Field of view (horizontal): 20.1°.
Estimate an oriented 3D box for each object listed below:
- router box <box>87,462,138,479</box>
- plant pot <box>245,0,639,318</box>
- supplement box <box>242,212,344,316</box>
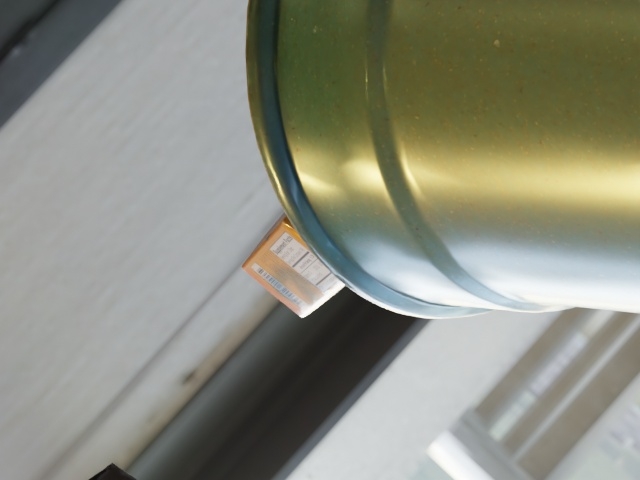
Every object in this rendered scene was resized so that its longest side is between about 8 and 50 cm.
[{"bbox_3d":[-0.224,0.374,1.737,0.243,0.309,0.081,30,134,30],"label":"router box"},{"bbox_3d":[0.193,-0.099,0.952,0.334,0.341,0.341,12,153,51],"label":"plant pot"},{"bbox_3d":[0.000,0.000,1.496,0.080,0.078,0.233,39,165,-4],"label":"supplement box"}]
